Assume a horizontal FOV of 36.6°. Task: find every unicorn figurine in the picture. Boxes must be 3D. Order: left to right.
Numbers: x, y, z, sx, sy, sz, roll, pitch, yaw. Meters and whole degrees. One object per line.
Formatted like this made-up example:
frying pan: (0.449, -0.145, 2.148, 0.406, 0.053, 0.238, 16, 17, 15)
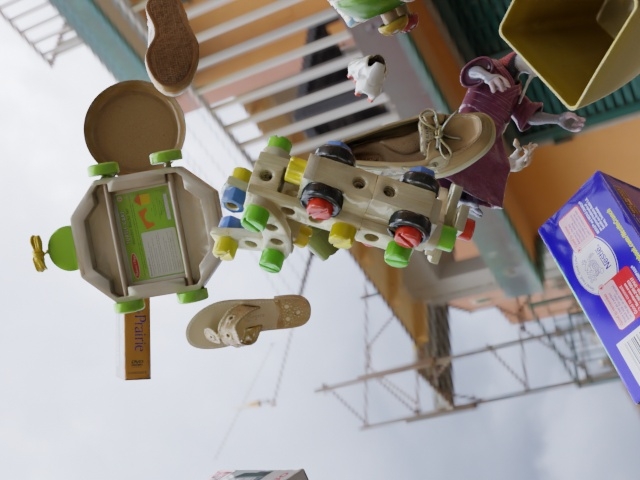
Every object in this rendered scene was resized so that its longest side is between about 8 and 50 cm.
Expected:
unicorn figurine: (0.405, -0.177, 2.180, 0.111, 0.161, 0.060, 95, 176, -53)

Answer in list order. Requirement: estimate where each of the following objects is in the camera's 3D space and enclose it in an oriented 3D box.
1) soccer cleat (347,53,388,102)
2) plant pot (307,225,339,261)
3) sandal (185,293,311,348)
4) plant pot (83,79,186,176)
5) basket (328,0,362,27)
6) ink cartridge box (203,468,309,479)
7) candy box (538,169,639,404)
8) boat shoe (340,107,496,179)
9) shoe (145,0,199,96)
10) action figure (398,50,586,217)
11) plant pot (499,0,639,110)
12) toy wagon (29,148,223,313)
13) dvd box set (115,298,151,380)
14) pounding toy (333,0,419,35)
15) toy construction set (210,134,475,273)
soccer cleat: (0.094, -0.315, 1.794, 0.068, 0.076, 0.196, 23, -160, -12)
plant pot: (0.000, 0.000, 2.071, 0.079, 0.083, 0.083, 52, -151, -6)
sandal: (-0.136, 0.151, 1.746, 0.079, 0.240, 0.088, -84, -19, -78)
plant pot: (-0.432, -0.257, 2.259, 0.032, 0.236, 0.236, 131, 126, -81)
basket: (0.089, -0.674, 2.287, 0.255, 0.201, 0.289, -38, -86, -42)
ink cartridge box: (-0.174, 0.559, 1.921, 0.226, 0.306, 0.131, -26, -86, -41)
candy box: (0.453, 0.081, 1.184, 0.317, 0.122, 0.268, 16, -140, -36)
boat shoe: (0.155, -0.159, 1.648, 0.089, 0.285, 0.105, 34, -136, -58)
shoe: (-0.208, -0.271, 1.373, 0.058, 0.076, 0.219, 80, 178, -48)
action figure: (0.317, -0.232, 1.870, 0.248, 0.275, 0.370, 37, -105, -32)
plant pot: (0.453, -0.365, 1.555, 0.187, 0.212, 0.212, -13, -126, -32)
toy wagon: (-0.340, -0.008, 1.704, 0.068, 0.344, 0.267, -28, -72, -80)
dvd box set: (-0.424, 0.098, 2.165, 0.307, 0.062, 0.421, 162, 108, -74)
pounding toy: (0.141, -0.411, 1.667, 0.183, 0.237, 0.110, -35, -73, -30)
toy construction set: (0.037, -0.027, 1.151, 0.215, 0.327, 0.151, 110, 162, -62)
